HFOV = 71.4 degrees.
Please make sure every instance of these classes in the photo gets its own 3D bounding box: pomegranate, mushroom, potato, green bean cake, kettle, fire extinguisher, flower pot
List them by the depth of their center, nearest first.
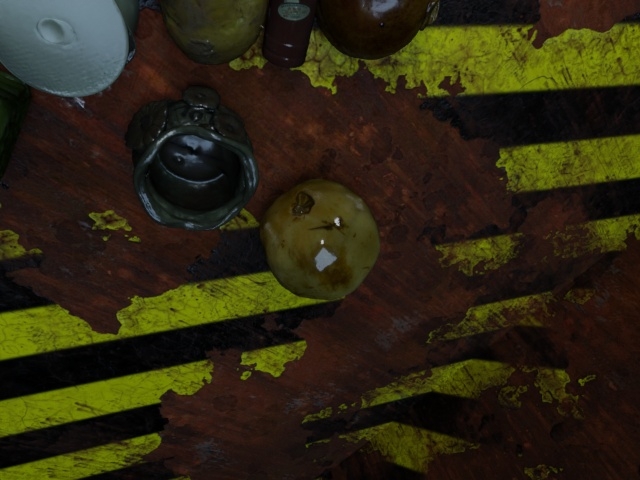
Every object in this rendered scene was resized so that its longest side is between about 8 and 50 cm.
[{"bbox_3d":[-0.447,-0.402,0.750,0.205,0.318,0.265,-42,129,14],"label":"kettle"},{"bbox_3d":[-0.668,-0.211,0.868,0.124,0.222,0.248,18,114,-28],"label":"green bean cake"},{"bbox_3d":[-0.209,-0.473,0.869,0.229,0.229,0.266,-6,134,-16],"label":"potato"},{"bbox_3d":[-0.054,-0.523,0.883,0.138,0.102,0.344,-45,162,-42],"label":"fire extinguisher"},{"bbox_3d":[0.134,-0.526,0.953,0.282,0.195,0.264,-9,121,-14],"label":"mushroom"},{"bbox_3d":[-0.291,-0.189,1.027,0.301,0.213,0.302,-10,128,-13],"label":"flower pot"},{"bbox_3d":[0.000,0.000,1.232,0.332,0.333,0.333,-10,127,-13],"label":"pomegranate"}]
